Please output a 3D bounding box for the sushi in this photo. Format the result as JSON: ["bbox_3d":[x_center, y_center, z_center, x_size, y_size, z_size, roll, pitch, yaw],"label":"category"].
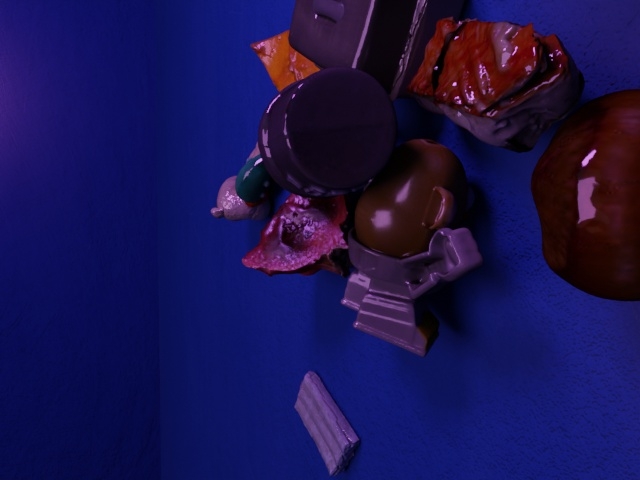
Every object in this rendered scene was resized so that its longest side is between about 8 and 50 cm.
[{"bbox_3d":[0.193,-0.188,0.594,0.124,0.129,0.332,-61,18,19],"label":"sushi"}]

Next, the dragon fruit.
[{"bbox_3d":[0.000,0.000,0.992,0.211,0.134,0.262,36,86,39],"label":"dragon fruit"}]

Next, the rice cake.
[{"bbox_3d":[0.005,0.390,1.088,0.211,0.038,0.124,53,134,46],"label":"rice cake"}]

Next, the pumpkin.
[{"bbox_3d":[-0.043,-0.373,1.097,0.258,0.095,0.290,-31,68,51],"label":"pumpkin"}]

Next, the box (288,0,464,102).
[{"bbox_3d":[0.078,-0.362,0.820,0.290,0.166,0.221,48,130,47],"label":"box"}]

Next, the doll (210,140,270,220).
[{"bbox_3d":[-0.162,-0.158,1.304,0.149,0.175,0.278,40,125,5],"label":"doll"}]

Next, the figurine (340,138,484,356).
[{"bbox_3d":[0.127,-0.007,0.746,0.342,0.167,0.285,32,121,49],"label":"figurine"}]

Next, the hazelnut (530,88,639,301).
[{"bbox_3d":[0.294,-0.049,0.474,0.178,0.178,0.204,-31,33,56],"label":"hazelnut"}]

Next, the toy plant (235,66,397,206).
[{"bbox_3d":[-0.015,-0.150,0.800,0.279,0.185,0.400,-47,11,-2],"label":"toy plant"}]
